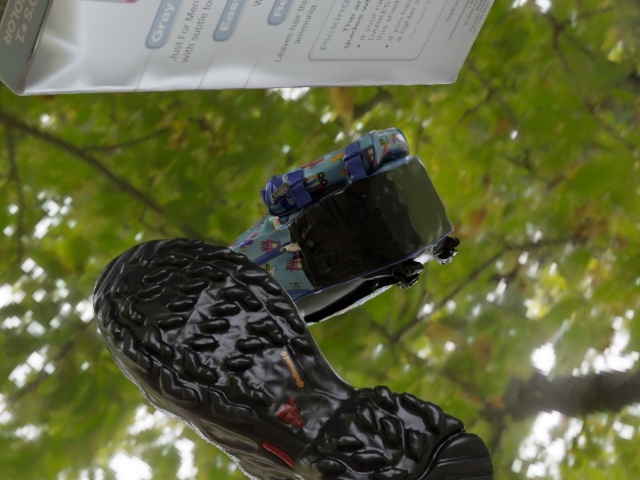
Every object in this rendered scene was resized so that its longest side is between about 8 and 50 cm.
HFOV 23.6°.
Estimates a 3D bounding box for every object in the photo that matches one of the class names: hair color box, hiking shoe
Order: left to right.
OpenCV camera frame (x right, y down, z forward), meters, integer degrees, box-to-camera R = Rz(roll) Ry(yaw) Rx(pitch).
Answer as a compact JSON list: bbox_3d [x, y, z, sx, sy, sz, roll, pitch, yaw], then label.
[{"bbox_3d":[-0.029,-0.191,0.877,0.113,0.374,0.185,40,-61,29],"label":"hair color box"},{"bbox_3d":[-0.022,0.089,0.725,0.227,0.086,0.114,36,-30,26],"label":"hiking shoe"}]

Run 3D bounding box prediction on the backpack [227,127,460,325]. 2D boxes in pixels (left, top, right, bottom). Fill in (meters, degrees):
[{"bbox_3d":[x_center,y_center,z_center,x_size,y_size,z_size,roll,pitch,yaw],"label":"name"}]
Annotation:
[{"bbox_3d":[0.000,0.000,1.171,0.173,0.158,0.117,-25,-90,20],"label":"backpack"}]
